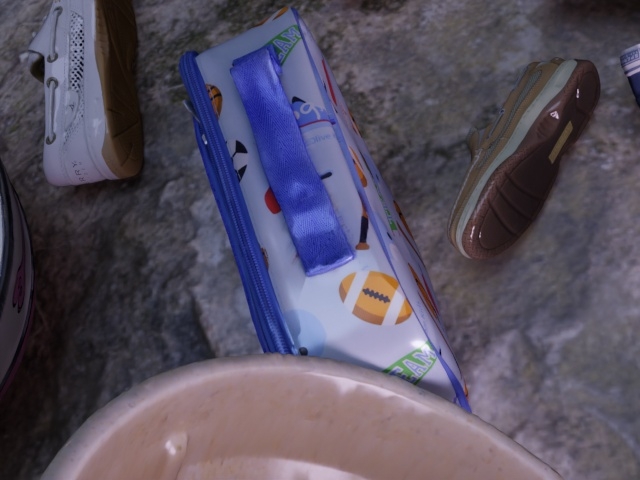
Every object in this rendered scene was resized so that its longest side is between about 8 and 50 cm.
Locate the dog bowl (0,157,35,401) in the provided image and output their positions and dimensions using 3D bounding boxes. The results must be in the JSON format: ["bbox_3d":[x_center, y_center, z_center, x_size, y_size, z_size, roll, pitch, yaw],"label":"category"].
[{"bbox_3d":[-0.419,0.040,0.824,0.408,0.150,0.407,-2,71,7],"label":"dog bowl"}]

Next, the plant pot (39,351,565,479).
[{"bbox_3d":[-0.025,0.278,0.478,0.334,0.334,0.305,51,125,32],"label":"plant pot"}]

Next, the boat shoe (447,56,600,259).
[{"bbox_3d":[0.143,-0.066,0.786,0.072,0.068,0.190,18,60,39],"label":"boat shoe"}]

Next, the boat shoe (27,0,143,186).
[{"bbox_3d":[-0.229,-0.175,0.946,0.096,0.098,0.277,-14,61,11],"label":"boat shoe"}]

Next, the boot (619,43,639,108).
[{"bbox_3d":[0.321,-0.126,0.759,0.190,0.069,0.086,-18,90,-4],"label":"boot"}]

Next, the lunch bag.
[{"bbox_3d":[0.000,0.000,0.687,0.115,0.243,0.303,-25,59,5],"label":"lunch bag"}]
